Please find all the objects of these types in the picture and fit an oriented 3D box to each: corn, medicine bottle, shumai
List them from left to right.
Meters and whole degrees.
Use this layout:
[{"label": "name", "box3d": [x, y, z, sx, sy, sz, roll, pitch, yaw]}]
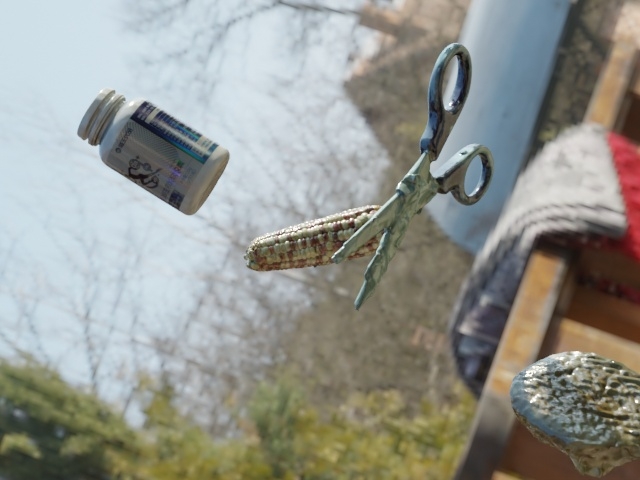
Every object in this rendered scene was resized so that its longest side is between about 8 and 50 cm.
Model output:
[{"label": "medicine bottle", "box3d": [-0.227, -0.124, 2.006, 0.107, 0.191, 0.107, -58, -1, -1]}, {"label": "corn", "box3d": [0.000, 0.000, 2.265, 0.079, 0.237, 0.079, 169, 90, -79]}, {"label": "shumai", "box3d": [0.340, 0.232, 1.869, 0.153, 0.210, 0.161, 84, -161, -51]}]

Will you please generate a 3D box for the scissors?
[{"label": "scissors", "box3d": [0.124, -0.067, 1.970, 0.383, 0.029, 0.256, -50, -41, -35]}]
